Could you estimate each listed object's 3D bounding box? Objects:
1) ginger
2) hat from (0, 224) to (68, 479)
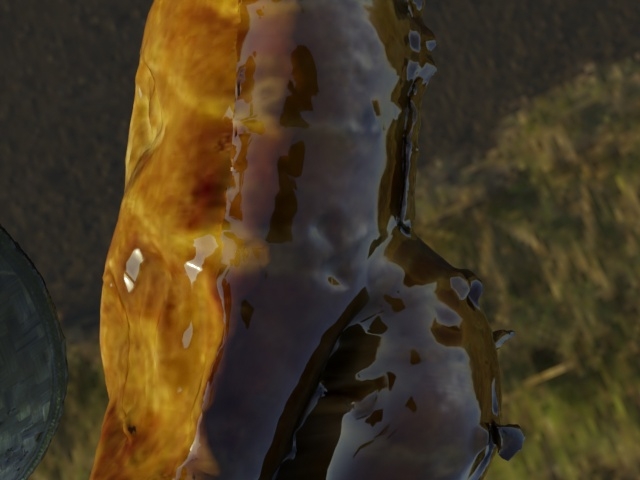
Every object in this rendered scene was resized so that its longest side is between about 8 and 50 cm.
[{"bbox_3d":[0.000,0.000,1.030,0.254,0.418,0.176,5,177,-31],"label":"ginger"},{"bbox_3d":[-0.143,0.052,0.531,0.146,0.067,0.146,-2,122,-3],"label":"hat"}]
